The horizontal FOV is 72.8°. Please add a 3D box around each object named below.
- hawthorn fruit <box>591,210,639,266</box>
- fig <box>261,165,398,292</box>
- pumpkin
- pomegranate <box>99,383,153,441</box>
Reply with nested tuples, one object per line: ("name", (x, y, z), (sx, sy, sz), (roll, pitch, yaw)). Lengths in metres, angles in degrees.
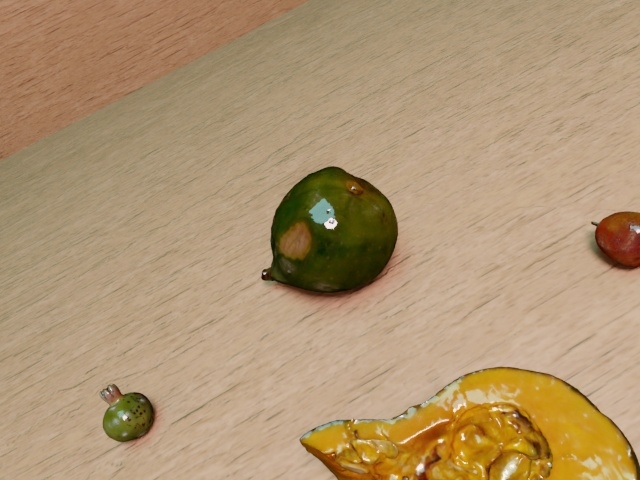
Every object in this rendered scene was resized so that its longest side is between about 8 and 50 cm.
("hawthorn fruit", (0.402, -0.003, 0.569), (0.077, 0.077, 0.077), (-14, 43, 13))
("fig", (0.000, 0.000, 0.701), (0.245, 0.195, 0.195), (-42, 30, 36))
("pumpkin", (0.137, 0.243, 0.399), (0.280, 0.139, 0.190), (-22, 41, 7))
("pomegranate", (-0.284, 0.250, 0.641), (0.073, 0.073, 0.085), (-25, 71, 1))
